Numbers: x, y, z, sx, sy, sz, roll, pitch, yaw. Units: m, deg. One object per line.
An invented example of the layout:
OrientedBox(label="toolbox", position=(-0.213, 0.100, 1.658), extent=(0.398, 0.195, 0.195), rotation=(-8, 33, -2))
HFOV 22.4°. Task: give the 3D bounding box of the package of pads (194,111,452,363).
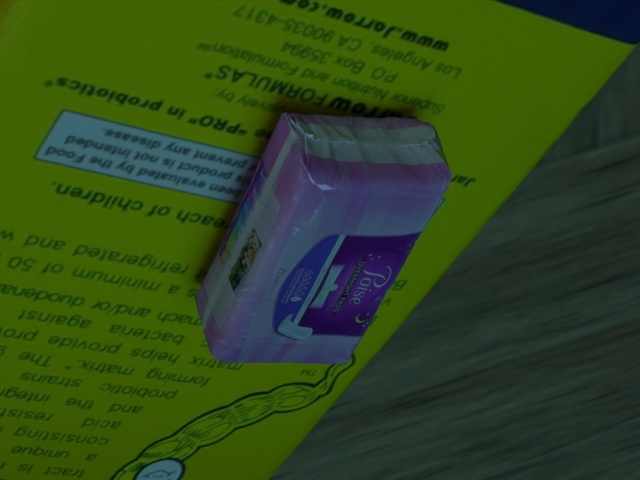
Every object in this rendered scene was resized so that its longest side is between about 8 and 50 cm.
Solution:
OrientedBox(label="package of pads", position=(0.000, 0.000, 0.473), extent=(0.050, 0.032, 0.083), rotation=(3, 135, -26))

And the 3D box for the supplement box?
OrientedBox(label="supplement box", position=(-0.083, -0.040, 0.571), extent=(0.195, 0.194, 0.356), rotation=(12, 131, -35))
